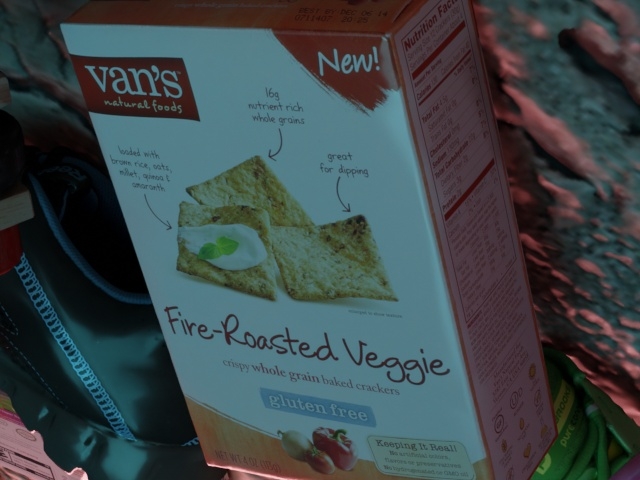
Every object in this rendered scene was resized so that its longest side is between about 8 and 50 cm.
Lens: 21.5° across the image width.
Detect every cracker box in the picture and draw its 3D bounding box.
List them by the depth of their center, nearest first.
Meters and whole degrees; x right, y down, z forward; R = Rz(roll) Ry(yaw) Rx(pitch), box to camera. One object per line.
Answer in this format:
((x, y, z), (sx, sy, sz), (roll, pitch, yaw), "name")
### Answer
((0.000, 0.000, 0.703), (0.155, 0.067, 0.232), (6, 125, 33), "cracker box")

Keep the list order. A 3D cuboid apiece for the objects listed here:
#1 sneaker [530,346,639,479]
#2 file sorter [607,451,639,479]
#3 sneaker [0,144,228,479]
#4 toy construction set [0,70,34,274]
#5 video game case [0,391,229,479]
((0.120, 0.125, 0.794), (0.295, 0.109, 0.123), (16, 150, 21), "sneaker")
((0.228, 0.184, 0.510), (0.291, 0.182, 0.202), (57, 171, 43), "file sorter")
((-0.175, -0.006, 0.871), (0.340, 0.125, 0.140), (28, 122, 7), "sneaker")
((-0.266, -0.046, 0.662), (0.257, 0.237, 0.309), (38, 131, 13), "toy construction set")
((-0.152, 0.121, 1.087), (0.201, 0.023, 0.183), (19, 147, 18), "video game case")
